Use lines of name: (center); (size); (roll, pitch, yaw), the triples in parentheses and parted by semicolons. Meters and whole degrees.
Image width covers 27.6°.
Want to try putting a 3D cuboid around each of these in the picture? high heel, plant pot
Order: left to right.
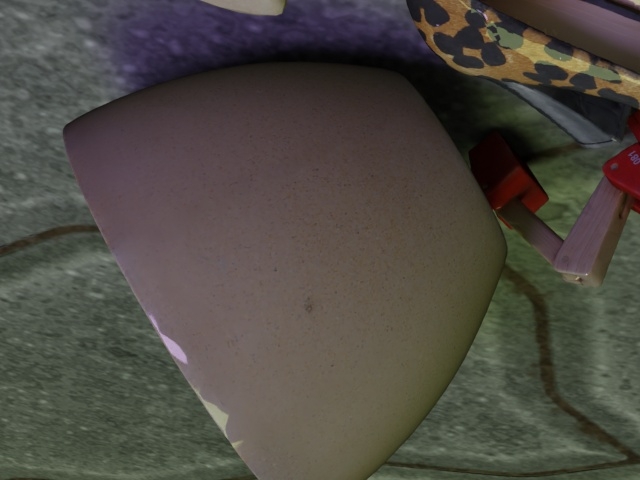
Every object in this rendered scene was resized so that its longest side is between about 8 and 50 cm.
plant pot: (0.000, 0.000, 0.803); (0.191, 0.284, 0.284); (-32, 142, 1)
high heel: (0.173, -0.124, 0.657); (0.186, 0.093, 0.261); (30, 151, -33)

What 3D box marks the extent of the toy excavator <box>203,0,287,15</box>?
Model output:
toy excavator: (0.141, -0.175, 0.491); (0.433, 0.222, 0.445); (11, 162, -5)

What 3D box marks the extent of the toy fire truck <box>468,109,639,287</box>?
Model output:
toy fire truck: (0.181, -0.016, 0.796); (0.135, 0.192, 0.047); (-34, 135, 14)
